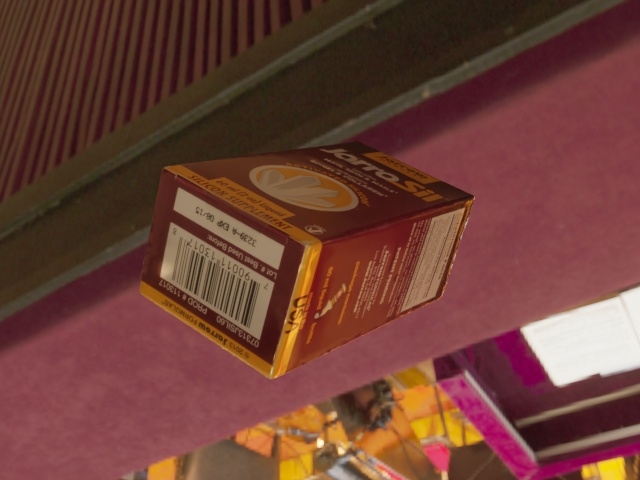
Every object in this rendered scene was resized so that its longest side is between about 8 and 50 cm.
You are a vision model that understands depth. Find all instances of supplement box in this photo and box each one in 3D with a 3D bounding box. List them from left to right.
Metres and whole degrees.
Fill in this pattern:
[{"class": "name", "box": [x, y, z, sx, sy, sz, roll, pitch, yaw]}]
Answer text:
[{"class": "supplement box", "box": [0.000, 0.000, 0.482, 0.188, 0.104, 0.080, -17, 129, -53]}]
